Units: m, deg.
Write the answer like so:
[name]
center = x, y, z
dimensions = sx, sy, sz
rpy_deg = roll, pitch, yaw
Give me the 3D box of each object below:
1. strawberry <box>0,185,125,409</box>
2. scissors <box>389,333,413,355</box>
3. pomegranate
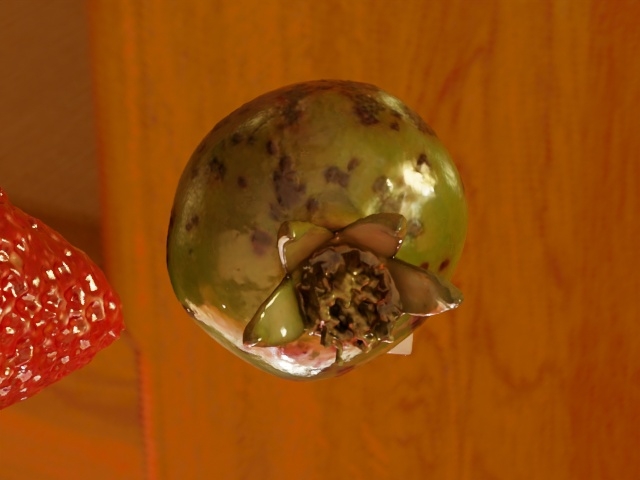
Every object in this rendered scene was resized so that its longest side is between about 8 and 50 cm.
[strawberry]
center = -0.257, 0.046, 1.353
dimensions = 0.205, 0.244, 0.205
rpy_deg = -9, 78, 47
[scissors]
center = 0.001, 0.063, 1.229
dimensions = 0.118, 0.242, 0.030
rpy_deg = 5, 88, 2
[pomegranate]
center = -0.005, -0.006, 0.898
dimensions = 0.156, 0.220, 0.156
rpy_deg = 0, 90, 5
